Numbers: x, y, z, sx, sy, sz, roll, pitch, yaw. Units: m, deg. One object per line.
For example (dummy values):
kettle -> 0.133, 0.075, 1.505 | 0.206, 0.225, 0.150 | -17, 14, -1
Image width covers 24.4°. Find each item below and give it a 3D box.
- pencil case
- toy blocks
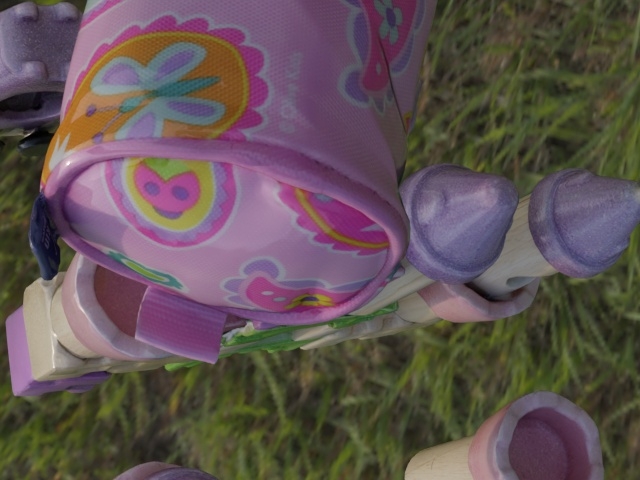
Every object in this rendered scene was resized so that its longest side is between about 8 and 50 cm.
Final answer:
pencil case -> -0.015, -0.106, 0.516 | 0.124, 0.284, 0.124 | 6, 151, 3
toy blocks -> 0.000, 0.000, 0.709 | 0.260, 0.288, 0.309 | -31, 69, 59
